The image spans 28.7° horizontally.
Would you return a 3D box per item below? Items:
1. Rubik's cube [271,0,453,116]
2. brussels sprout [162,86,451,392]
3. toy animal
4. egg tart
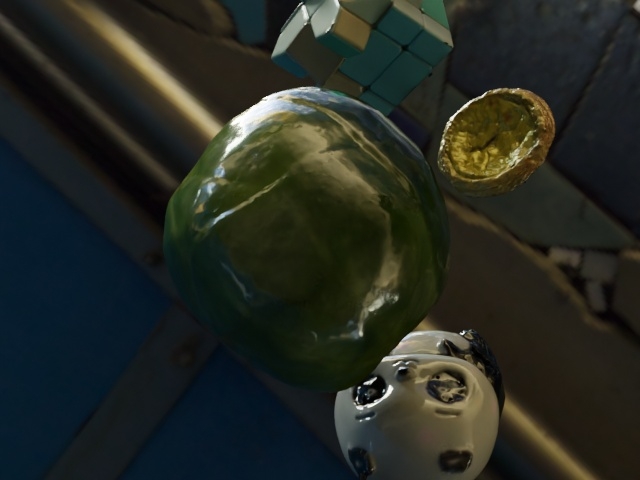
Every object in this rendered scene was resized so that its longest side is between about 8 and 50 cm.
[{"bbox_3d":[0.061,-0.324,1.829,0.213,0.265,0.224,30,-148,-26],"label":"Rubik's cube"},{"bbox_3d":[0.000,-0.006,1.311,0.289,0.281,0.355,39,-172,20],"label":"brussels sprout"},{"bbox_3d":[0.116,0.200,1.437,0.235,0.187,0.165,-32,-67,-72],"label":"toy animal"},{"bbox_3d":[0.268,-0.139,1.864,0.074,0.191,0.191,43,-163,-48],"label":"egg tart"}]
